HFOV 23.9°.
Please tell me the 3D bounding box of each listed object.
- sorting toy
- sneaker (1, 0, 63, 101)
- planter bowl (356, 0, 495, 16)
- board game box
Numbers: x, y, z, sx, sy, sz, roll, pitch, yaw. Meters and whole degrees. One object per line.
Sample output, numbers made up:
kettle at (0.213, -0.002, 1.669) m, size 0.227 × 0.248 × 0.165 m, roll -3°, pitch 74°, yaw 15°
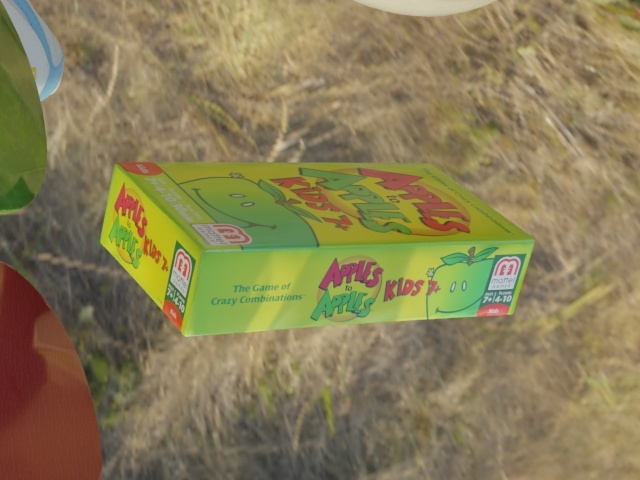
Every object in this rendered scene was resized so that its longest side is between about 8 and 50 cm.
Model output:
sorting toy at (-0.190, -0.031, 0.612) m, size 0.126 × 0.365 × 0.127 m, roll -19°, pitch 159°, yaw 15°
sneaker at (-0.221, -0.145, 0.751) m, size 0.087 × 0.092 × 0.228 m, roll -42°, pitch 82°, yaw 27°
planter bowl at (0.056, -0.159, 0.477) m, size 0.162 × 0.109 × 0.162 m, roll 1°, pitch 88°, yaw -29°
board game box at (0.000, 0.000, 0.712) m, size 0.181 × 0.092 × 0.043 m, roll -2°, pitch 117°, yaw -33°
